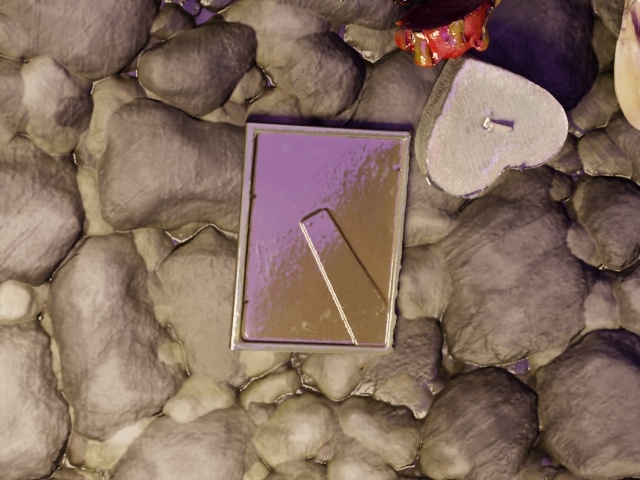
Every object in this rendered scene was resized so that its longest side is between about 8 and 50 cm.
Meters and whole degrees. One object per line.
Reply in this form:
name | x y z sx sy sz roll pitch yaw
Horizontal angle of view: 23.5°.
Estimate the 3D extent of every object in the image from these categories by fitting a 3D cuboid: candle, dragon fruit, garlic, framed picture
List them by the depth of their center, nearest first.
dragon fruit | 0.153 -0.251 1.850 0.126 0.112 0.068 -37 121 -28
candle | 0.199 -0.152 1.893 0.192 0.068 0.168 -22 108 -6
garlic | 0.452 -0.264 1.895 0.217 0.110 0.228 -14 113 -18
framed picture | 0.000 0.000 1.920 0.213 0.016 0.289 2 102 -10

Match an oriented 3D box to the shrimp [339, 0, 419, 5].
shrimp | 0.098 -0.321 1.858 0.161 0.034 0.091 -33 106 -2
